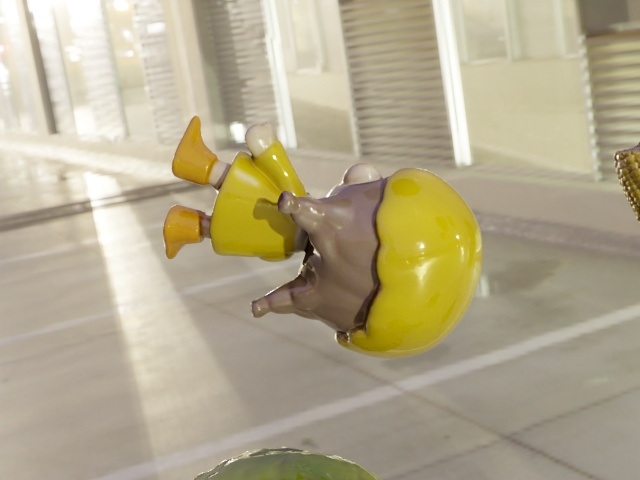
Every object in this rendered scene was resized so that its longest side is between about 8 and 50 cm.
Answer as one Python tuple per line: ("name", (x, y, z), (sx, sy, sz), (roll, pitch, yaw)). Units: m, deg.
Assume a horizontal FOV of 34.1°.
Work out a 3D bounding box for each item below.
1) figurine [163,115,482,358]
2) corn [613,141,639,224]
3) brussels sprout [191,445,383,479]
("figurine", (0.000, 0.000, 1.108), (0.344, 0.215, 0.187), (17, 43, 11))
("corn", (0.395, -0.008, 1.132), (0.080, 0.238, 0.080), (-31, 1, 0))
("brussels sprout", (-0.042, 0.399, 1.170), (0.344, 0.268, 0.344), (-6, 52, 8))
